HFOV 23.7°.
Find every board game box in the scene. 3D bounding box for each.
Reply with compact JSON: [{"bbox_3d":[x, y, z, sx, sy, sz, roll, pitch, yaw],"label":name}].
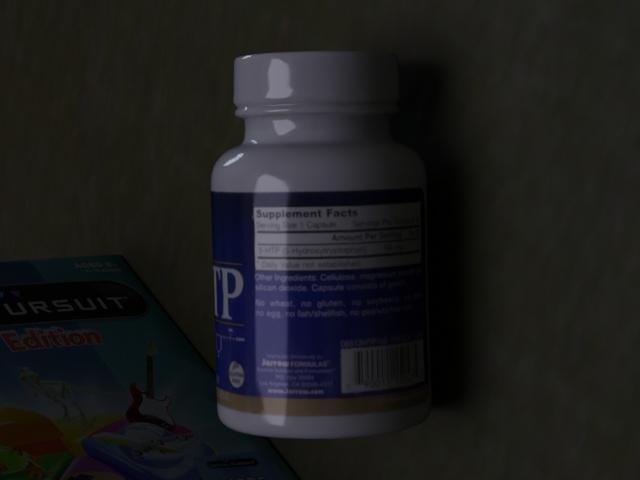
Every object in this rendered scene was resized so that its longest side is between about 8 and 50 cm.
[{"bbox_3d":[-0.158,0.136,0.876,0.336,0.253,0.079,46,127,39],"label":"board game box"}]

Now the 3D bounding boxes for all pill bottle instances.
[{"bbox_3d":[0.000,0.000,0.776,0.112,0.112,0.187,2,94,52],"label":"pill bottle"}]
